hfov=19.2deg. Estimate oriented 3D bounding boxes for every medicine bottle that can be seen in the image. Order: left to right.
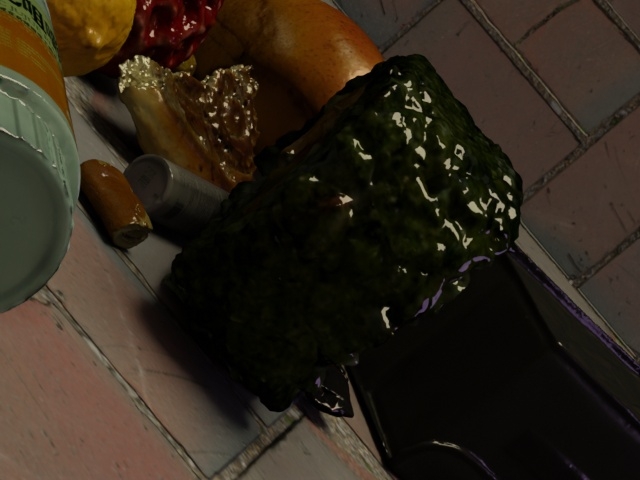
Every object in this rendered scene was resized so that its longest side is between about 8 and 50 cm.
[{"bbox_3d":[-0.243,-0.087,1.235,0.158,0.158,0.318,42,15,-31],"label":"medicine bottle"},{"bbox_3d":[-0.112,-0.028,1.762,0.058,0.057,0.199,56,14,27],"label":"medicine bottle"}]

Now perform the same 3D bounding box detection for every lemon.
[{"bbox_3d":[-0.244,-0.222,1.692,0.187,0.142,0.142,44,8,30],"label":"lemon"}]

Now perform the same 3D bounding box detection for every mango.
[{"bbox_3d":[-0.041,-0.189,2.259,0.350,0.199,0.201,44,-24,44],"label":"mango"}]

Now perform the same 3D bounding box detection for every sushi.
[{"bbox_3d":[0.019,-0.010,1.613,0.178,0.294,0.352,51,14,-6],"label":"sushi"}]

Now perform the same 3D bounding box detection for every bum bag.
[{"bbox_3d":[0.002,0.129,1.741,0.058,0.034,0.124,36,15,-15],"label":"bum bag"}]

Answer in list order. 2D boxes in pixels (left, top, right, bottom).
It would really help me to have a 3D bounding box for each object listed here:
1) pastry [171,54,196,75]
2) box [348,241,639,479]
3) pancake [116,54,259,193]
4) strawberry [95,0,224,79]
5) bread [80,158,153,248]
[{"bbox_3d":[-0.180,-0.209,2.074,0.109,0.057,0.097,35,21,-47],"label":"pastry"},{"bbox_3d":[0.216,0.182,1.937,0.345,0.204,0.251,42,14,-32],"label":"box"},{"bbox_3d":[-0.100,-0.116,1.900,0.266,0.057,0.244,61,31,-31],"label":"pancake"},{"bbox_3d":[-0.192,-0.334,1.916,0.317,0.295,0.345,37,38,-53],"label":"strawberry"},{"bbox_3d":[-0.176,-0.033,1.602,0.083,0.036,0.047,54,16,30],"label":"bread"}]
